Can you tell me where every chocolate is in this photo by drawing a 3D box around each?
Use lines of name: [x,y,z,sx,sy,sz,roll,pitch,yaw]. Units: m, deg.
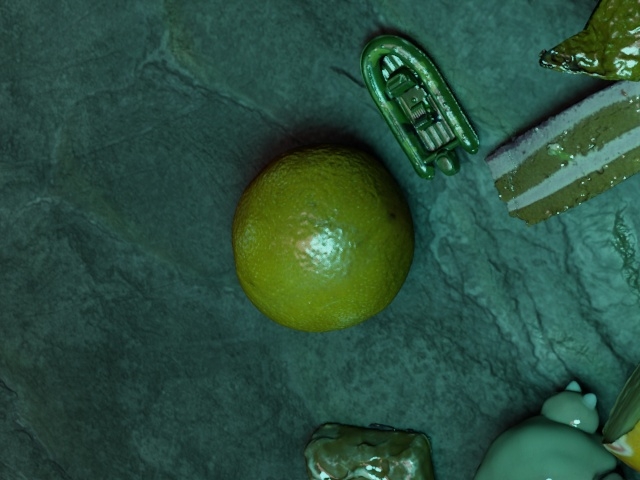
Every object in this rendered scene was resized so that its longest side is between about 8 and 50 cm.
chocolate: [0.071,0.367,1.538,0.214,0.093,0.148,-3,105,28]

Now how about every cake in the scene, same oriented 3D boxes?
cake: [0.336,-0.117,1.236,0.295,0.112,0.116,-30,88,44]

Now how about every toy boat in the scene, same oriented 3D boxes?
toy boat: [0.127,-0.179,1.328,0.104,0.052,0.210,-29,94,35]

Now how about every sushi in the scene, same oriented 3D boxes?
sushi: [0.370,-0.276,1.108,0.140,0.149,0.287,45,102,18]

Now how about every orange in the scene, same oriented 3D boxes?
orange: [0.000,0.000,1.357,0.264,0.264,0.264,10,113,24]

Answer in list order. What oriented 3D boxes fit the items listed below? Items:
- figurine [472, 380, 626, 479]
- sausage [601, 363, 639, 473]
figurine: [0.302,0.384,1.269,0.203,0.381,0.248,9,133,-10]
sausage: [0.511,0.236,1.182,0.287,0.233,0.233,38,121,11]
